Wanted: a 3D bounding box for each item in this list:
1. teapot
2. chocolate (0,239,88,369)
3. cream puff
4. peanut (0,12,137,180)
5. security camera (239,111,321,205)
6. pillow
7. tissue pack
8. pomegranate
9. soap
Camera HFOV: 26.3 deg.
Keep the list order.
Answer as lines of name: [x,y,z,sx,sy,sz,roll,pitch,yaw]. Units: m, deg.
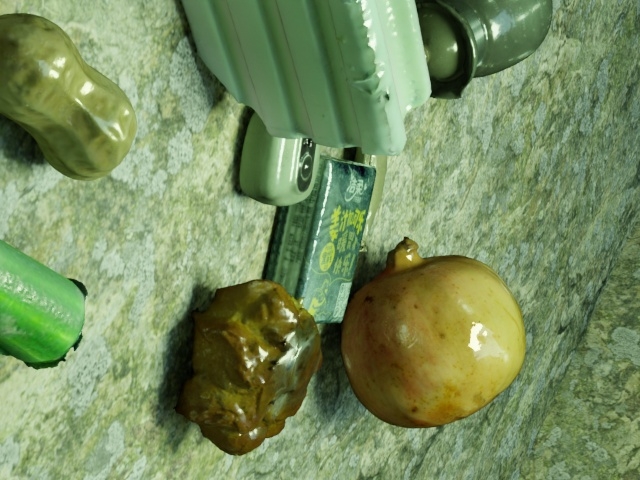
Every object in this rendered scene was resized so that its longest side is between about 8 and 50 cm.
teapot: [0.224,-0.381,2.213,0.285,0.223,0.305,-41,142,-41]
chocolate: [-0.344,0.035,1.350,0.291,0.110,0.110,47,60,-59]
cream puff: [-0.091,0.169,1.892,0.241,0.155,0.269,-36,137,-54]
peanut: [-0.264,-0.140,1.389,0.111,0.125,0.274,-52,152,-6]
security camera: [-0.043,-0.197,1.900,0.157,0.080,0.301,-14,113,-62]
pillow: [0.076,-0.090,2.224,0.119,0.053,0.208,-42,141,-74]
tissue pack: [0.000,0.000,2.084,0.185,0.081,0.257,4,99,-66]
pomegranate: [0.181,0.152,2.313,0.338,0.338,0.338,-42,139,-51]
soap: [-0.032,-0.313,1.628,0.156,0.261,0.446,-60,150,-30]
